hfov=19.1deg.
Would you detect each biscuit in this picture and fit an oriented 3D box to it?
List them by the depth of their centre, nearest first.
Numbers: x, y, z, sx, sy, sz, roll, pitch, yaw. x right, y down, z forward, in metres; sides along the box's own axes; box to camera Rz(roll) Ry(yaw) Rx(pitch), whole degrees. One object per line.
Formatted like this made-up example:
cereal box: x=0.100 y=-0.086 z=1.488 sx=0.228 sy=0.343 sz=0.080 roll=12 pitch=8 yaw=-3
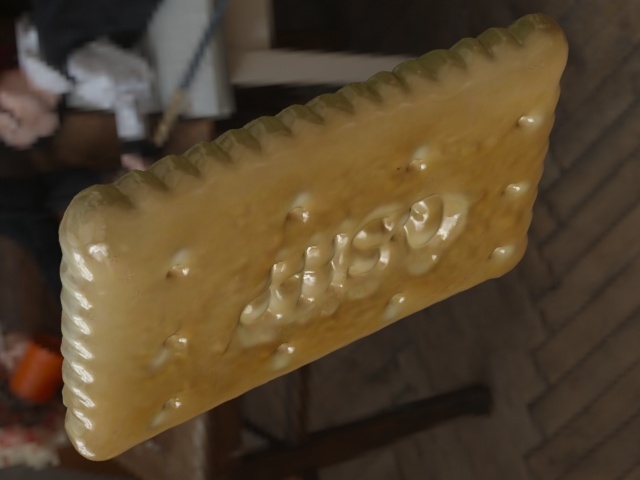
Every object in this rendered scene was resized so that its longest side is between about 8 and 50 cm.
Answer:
biscuit: x=0.001 y=0.000 z=0.830 sx=0.030 sy=0.249 sz=0.160 roll=48 pitch=148 yaw=34
